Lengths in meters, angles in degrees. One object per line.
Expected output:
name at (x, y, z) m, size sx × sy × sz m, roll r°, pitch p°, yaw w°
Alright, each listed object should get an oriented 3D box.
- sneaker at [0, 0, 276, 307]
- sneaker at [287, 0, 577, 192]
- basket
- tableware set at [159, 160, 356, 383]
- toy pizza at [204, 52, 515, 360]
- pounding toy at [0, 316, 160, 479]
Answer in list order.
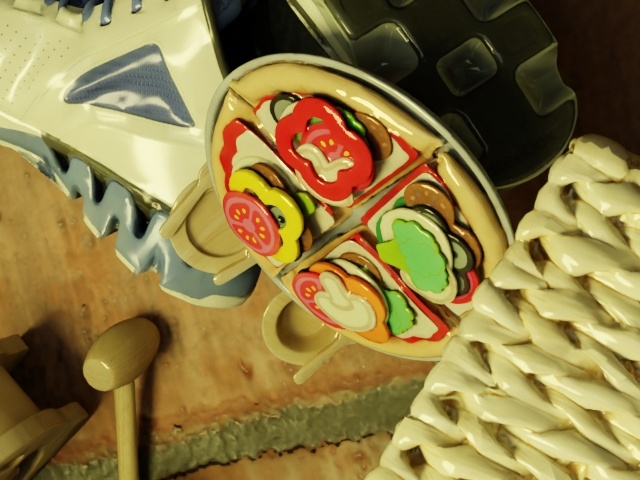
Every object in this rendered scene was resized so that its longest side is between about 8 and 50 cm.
sneaker at (-0.126, -0.121, 1.110) m, size 0.315 × 0.127 × 0.182 m, roll 36°, pitch 112°, yaw 5°
sneaker at (0.018, -0.168, 1.008) m, size 0.122 × 0.146 × 0.330 m, roll -27°, pitch 88°, yaw -3°
basket at (0.208, 0.135, 0.873) m, size 0.328 × 0.331 × 0.266 m, roll 28°, pitch 97°, yaw 16°
tableware set at (0.000, 0.000, 1.075) m, size 0.141 × 0.020 × 0.168 m, roll -37°, pitch 116°, yaw 5°
toy pizza at (0.014, -0.010, 0.974) m, size 0.201 × 0.032 × 0.201 m, roll 25°, pitch 140°, yaw 23°
pounding toy at (-0.215, 0.162, 1.199) m, size 0.155 × 0.154 × 0.269 m, roll 47°, pitch 118°, yaw 7°
